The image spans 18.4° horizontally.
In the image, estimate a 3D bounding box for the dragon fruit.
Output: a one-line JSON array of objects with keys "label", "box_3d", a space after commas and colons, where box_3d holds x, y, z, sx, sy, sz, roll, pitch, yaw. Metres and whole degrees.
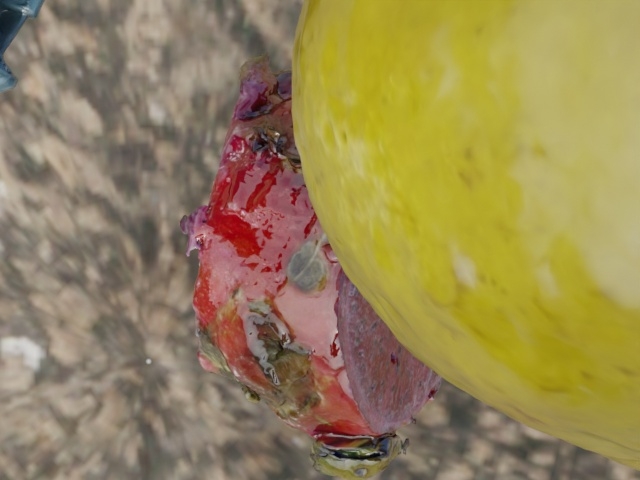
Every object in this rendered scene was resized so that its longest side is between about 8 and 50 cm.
[{"label": "dragon fruit", "box_3d": [0.000, 0.000, 1.203, 0.147, 0.211, 0.282, 4, 84, 27]}]

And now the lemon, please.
[{"label": "lemon", "box_3d": [0.132, -0.052, 0.633, 0.285, 0.316, 0.285, 0, 103, -1]}]

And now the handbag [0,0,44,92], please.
[{"label": "handbag", "box_3d": [-0.217, -0.164, 1.088, 0.179, 0.062, 0.229, 17, 73, 25]}]
